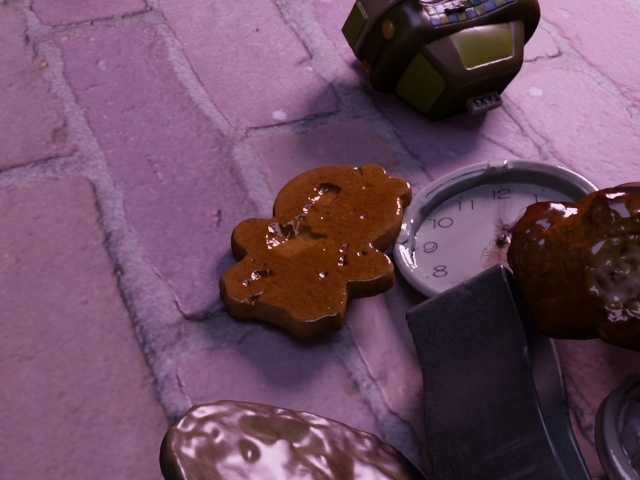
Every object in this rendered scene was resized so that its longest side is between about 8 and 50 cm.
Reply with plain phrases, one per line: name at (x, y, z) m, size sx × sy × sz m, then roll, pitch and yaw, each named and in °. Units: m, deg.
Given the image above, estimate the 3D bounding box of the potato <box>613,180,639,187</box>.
potato at (0.377, 0.003, 1.032) m, size 0.137 × 0.154 × 0.200 m, roll 39°, pitch 24°, yaw -33°

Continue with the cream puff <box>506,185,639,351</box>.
cream puff at (0.300, 0.024, 0.830) m, size 0.241 × 0.155 × 0.269 m, roll 0°, pitch 12°, yaw -44°

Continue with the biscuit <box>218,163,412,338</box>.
biscuit at (0.000, 0.002, 1.036) m, size 0.184 × 0.035 × 0.249 m, roll 14°, pitch 48°, yaw 19°

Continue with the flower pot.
flower pot at (0.154, 0.141, 0.855) m, size 0.108 × 0.103 × 0.229 m, roll -27°, pitch 43°, yaw 23°

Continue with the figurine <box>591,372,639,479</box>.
figurine at (0.343, 0.177, 0.845) m, size 0.236 × 0.141 × 0.162 m, roll -5°, pitch 52°, yaw -13°

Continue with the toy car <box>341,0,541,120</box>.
toy car at (0.173, -0.251, 1.251) m, size 0.248 × 0.204 × 0.198 m, roll -20°, pitch 74°, yaw -24°

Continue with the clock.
clock at (0.194, 0.003, 1.042) m, size 0.236 × 0.053 × 0.236 m, roll -10°, pitch 40°, yaw 8°

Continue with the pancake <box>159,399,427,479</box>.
pancake at (0.008, 0.217, 0.734) m, size 0.294 × 0.049 × 0.294 m, roll 29°, pitch 17°, yaw -10°
